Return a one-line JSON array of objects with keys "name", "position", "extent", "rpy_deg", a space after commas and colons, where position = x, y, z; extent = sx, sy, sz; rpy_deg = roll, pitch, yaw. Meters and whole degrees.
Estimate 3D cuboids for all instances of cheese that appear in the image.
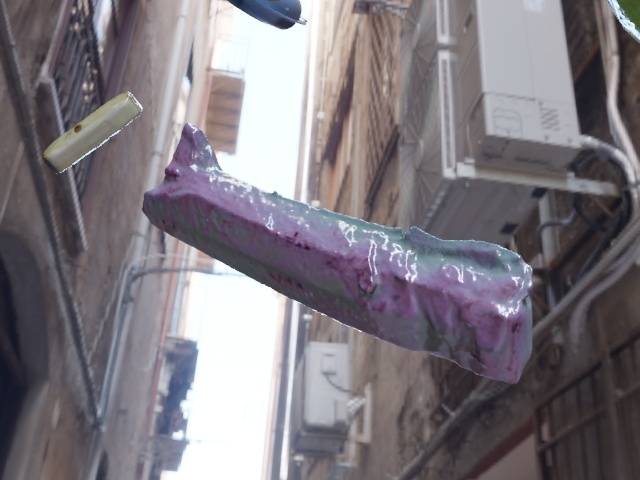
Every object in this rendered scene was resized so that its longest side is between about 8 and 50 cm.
[{"name": "cheese", "position": [-0.097, -0.334, 1.127], "extent": [0.052, 0.135, 0.244], "rpy_deg": [-58, -26, 16]}]

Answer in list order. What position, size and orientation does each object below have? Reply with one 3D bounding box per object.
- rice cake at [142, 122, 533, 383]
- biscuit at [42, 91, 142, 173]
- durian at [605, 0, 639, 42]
[{"name": "rice cake", "position": [0.001, 0.003, 0.537], "extent": [0.290, 0.051, 0.081], "rpy_deg": [24, -63, 29]}, {"name": "biscuit", "position": [-0.395, -0.187, 1.465], "extent": [0.188, 0.056, 0.052], "rpy_deg": [-38, -66, -3]}, {"name": "durian", "position": [0.302, -0.210, 0.571], "extent": [0.204, 0.340, 0.256], "rpy_deg": [-44, -49, 6]}]
